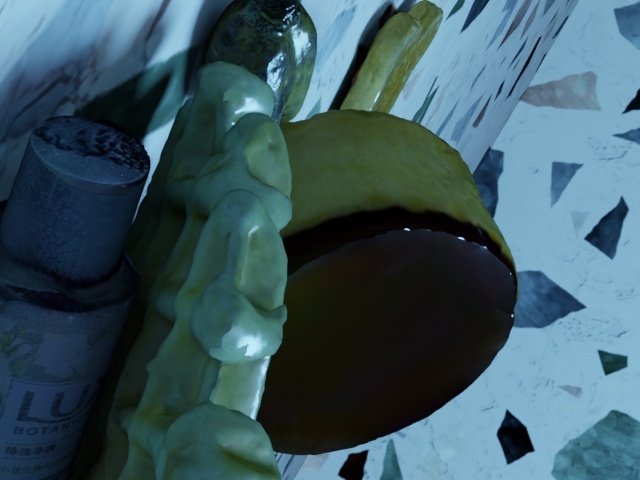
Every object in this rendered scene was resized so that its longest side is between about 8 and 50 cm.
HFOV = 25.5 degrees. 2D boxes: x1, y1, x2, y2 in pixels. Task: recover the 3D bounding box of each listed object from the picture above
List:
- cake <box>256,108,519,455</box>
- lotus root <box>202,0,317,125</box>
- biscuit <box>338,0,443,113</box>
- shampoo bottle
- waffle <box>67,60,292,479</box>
[{"bbox_3d":[0.000,0.000,0.819,0.208,0.178,0.185,17,125,-43],"label":"cake"},{"bbox_3d":[-0.029,-0.085,0.659,0.054,0.049,0.099,-44,166,-30],"label":"lotus root"},{"bbox_3d":[0.017,-0.070,1.051,0.234,0.030,0.153,-62,170,20],"label":"biscuit"},{"bbox_3d":[-0.116,0.048,0.552,0.072,0.072,0.214,-47,165,-54],"label":"shampoo bottle"},{"bbox_3d":[-0.074,0.088,0.600,0.291,0.056,0.309,-92,-160,-49],"label":"waffle"}]
